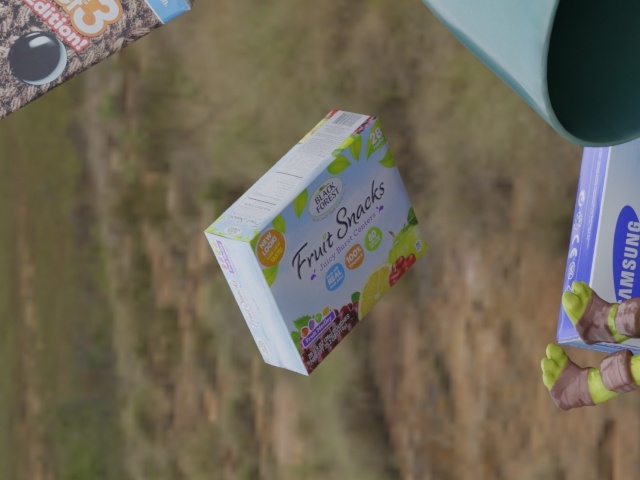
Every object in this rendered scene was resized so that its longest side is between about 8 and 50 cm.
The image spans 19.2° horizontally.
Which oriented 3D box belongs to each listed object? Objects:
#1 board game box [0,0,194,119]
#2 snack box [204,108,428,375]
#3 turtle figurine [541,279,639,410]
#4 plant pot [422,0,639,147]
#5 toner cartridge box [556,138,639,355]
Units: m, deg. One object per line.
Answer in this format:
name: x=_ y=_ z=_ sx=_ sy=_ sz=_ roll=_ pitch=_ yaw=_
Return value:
board game box: x=-0.277 y=-0.234 z=1.529 sx=0.232 sy=0.291 sz=0.141 roll=53 pitch=-160 yaw=-25
snack box: x=0.000 y=0.000 z=1.879 sx=0.070 sy=0.207 sz=0.174 roll=12 pitch=136 yaw=41
turtle figurine: x=0.290 y=0.067 z=1.476 sx=0.217 sy=0.087 sz=0.269 roll=-6 pitch=60 yaw=40
plant pot: x=0.167 y=-0.246 z=1.271 sx=0.235 sy=0.293 sz=0.293 roll=39 pitch=136 yaw=31
toner cartridge box: x=0.321 y=-0.066 z=1.690 sx=0.075 sy=0.165 sz=0.348 roll=150 pitch=130 yaw=-76
